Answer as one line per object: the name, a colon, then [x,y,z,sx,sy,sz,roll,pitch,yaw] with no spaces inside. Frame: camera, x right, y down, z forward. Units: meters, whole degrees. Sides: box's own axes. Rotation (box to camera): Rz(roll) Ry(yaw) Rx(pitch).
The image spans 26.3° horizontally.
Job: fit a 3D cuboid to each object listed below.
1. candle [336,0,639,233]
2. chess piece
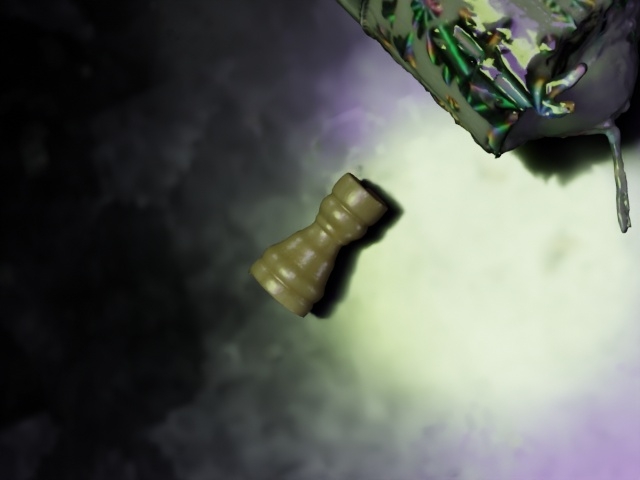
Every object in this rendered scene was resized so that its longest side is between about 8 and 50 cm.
candle: [0.159,-0.160,1.060,0.187,0.187,0.330,-45,73,12]
chess piece: [0.000,0.000,1.175,0.066,0.066,0.122,42,96,19]
